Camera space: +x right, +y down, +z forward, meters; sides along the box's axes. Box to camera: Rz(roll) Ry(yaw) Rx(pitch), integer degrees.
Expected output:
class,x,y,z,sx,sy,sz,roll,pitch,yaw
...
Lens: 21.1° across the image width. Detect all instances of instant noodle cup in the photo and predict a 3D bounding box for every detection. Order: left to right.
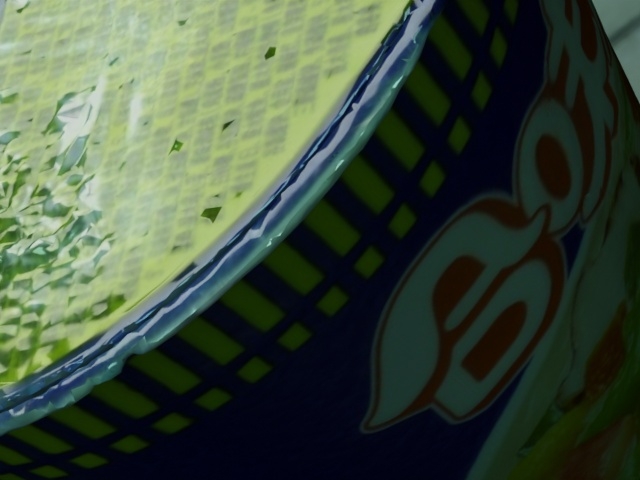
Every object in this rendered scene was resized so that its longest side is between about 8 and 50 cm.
class,x,y,z,sx,sy,sz,roll,pitch,yaw
instant noodle cup,0.000,0.000,0.542,0.284,0.312,0.284,-18,53,25
